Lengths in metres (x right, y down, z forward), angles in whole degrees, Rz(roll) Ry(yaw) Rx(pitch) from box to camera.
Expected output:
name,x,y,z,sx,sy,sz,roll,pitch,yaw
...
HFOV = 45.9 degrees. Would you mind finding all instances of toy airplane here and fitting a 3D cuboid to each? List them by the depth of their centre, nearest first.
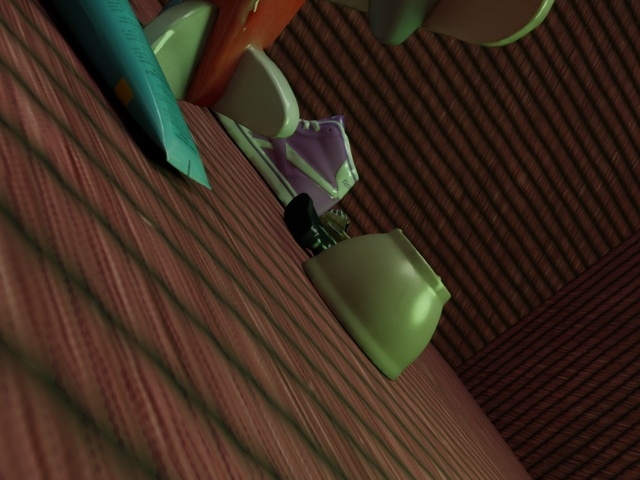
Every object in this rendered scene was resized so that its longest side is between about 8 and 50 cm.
name,x,y,z,sx,sy,sz,roll,pitch,yaw
toy airplane,-0.050,-0.282,0.602,0.272,0.386,0.384,44,33,-68

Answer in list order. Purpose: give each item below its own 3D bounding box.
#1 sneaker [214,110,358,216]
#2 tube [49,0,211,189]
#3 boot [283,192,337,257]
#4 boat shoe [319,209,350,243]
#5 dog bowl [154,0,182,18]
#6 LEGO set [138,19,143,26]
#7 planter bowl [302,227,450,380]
name,x,y,z,sx,sy,sz,roll,pitch,yaw
sneaker,-0.050,-0.175,1.208,0.282,0.161,0.102,51,5,7
tube,-0.135,-0.128,0.514,0.207,0.052,0.080,58,9,13
boot,0.000,0.000,1.007,0.099,0.045,0.121,48,12,-29
boat shoe,0.022,-0.021,1.334,0.183,0.066,0.066,52,3,3
dog bowl,-0.177,-0.311,1.162,0.166,0.074,0.297,27,11,-16
LEGO set,-0.225,-0.254,0.898,0.083,0.023,0.054,37,5,-16
planter bowl,0.073,0.056,0.828,0.162,0.109,0.162,52,4,-5
